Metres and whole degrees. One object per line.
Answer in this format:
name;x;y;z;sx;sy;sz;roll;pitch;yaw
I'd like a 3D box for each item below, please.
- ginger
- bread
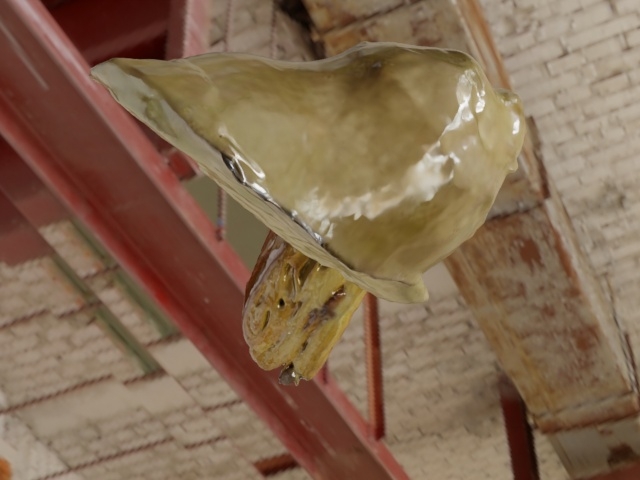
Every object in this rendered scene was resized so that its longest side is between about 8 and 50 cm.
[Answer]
ginger;0.002;-0.052;0.562;0.123;0.193;0.115;-50;-139;13
bread;0.000;0.000;1.214;0.099;0.235;0.210;22;-149;-6
